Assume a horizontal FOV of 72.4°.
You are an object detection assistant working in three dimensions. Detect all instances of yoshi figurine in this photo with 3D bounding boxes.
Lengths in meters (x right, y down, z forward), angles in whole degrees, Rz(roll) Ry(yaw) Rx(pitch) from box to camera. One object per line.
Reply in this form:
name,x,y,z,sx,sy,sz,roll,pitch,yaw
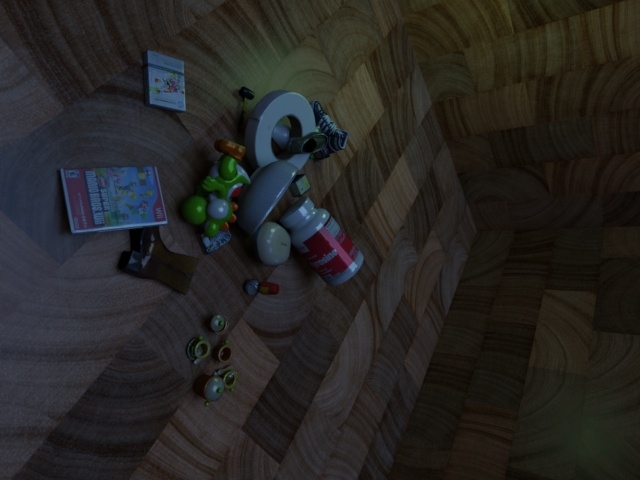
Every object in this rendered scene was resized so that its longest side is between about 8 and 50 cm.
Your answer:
yoshi figurine,-0.408,-0.196,1.615,0.203,0.202,0.363,5,103,-62

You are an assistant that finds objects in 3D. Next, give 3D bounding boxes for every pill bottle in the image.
pill bottle,0.000,0.000,2.059,0.408,0.229,0.229,49,51,-16

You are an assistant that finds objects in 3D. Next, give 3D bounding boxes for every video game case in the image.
video game case,-0.648,-0.134,1.386,0.285,0.025,0.204,-9,81,-37

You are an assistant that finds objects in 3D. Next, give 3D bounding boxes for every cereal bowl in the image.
cereal bowl,-0.238,-0.192,1.780,0.141,0.339,0.339,35,57,-7

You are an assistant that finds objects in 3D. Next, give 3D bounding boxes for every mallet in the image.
mallet,-0.322,-0.560,1.878,0.062,0.039,0.190,7,88,-47

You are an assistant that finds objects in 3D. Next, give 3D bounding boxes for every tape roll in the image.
tape roll,-0.170,-0.458,1.923,0.392,0.072,0.393,-33,135,-40

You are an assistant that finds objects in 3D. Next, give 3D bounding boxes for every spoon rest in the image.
spoon rest,-0.192,-0.513,2.014,0.276,0.084,0.138,38,61,-59

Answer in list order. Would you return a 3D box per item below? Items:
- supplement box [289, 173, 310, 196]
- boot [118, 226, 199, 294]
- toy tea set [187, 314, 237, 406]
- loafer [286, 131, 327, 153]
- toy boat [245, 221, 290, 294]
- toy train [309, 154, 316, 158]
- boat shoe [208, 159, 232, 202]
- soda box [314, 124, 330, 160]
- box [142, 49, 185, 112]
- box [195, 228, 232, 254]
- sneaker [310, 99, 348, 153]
supplement box,-0.103,-0.266,2.116,0.083,0.056,0.083,-45,122,-41
boot,-0.536,0.032,1.554,0.280,0.096,0.264,32,62,-48
toy tea set,-0.397,0.458,1.686,0.200,0.124,0.337,-18,103,-49
loafer,-0.043,-0.429,1.978,0.251,0.087,0.095,-28,133,-44
toy boat,-0.236,0.078,1.878,0.267,0.147,0.319,38,58,-69
toy train,-0.030,-0.430,2.242,0.083,0.017,0.024,-13,89,-50
boat shoe,-0.381,-0.214,1.758,0.081,0.079,0.228,-22,103,-44
soda box,-0.011,-0.493,2.216,0.053,0.060,0.169,-30,104,-45
box,-0.563,-0.570,1.579,0.145,0.038,0.187,-3,92,-50
box,-0.423,-0.017,1.742,0.137,0.027,0.094,-41,118,-43
sneaker,0.047,-0.585,2.231,0.099,0.153,0.283,-34,115,-46
